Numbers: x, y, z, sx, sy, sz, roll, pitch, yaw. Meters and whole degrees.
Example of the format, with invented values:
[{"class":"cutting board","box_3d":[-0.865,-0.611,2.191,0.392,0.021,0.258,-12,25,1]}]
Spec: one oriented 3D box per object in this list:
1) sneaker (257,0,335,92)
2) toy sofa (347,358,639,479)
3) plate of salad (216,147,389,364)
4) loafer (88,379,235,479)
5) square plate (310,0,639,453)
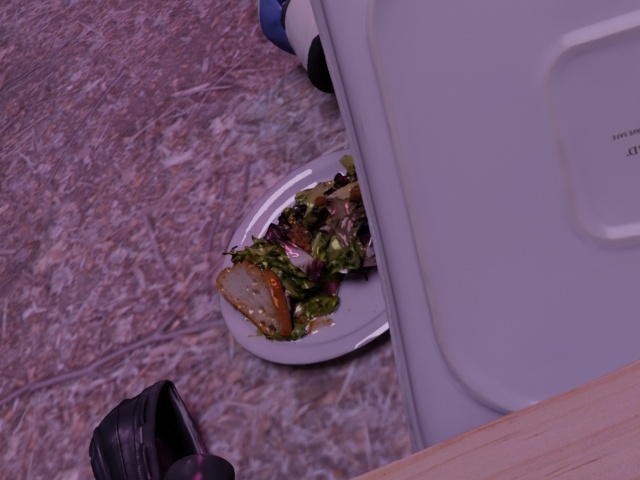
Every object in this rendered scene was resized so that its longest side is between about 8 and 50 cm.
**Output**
[{"class":"sneaker","box_3d":[0.099,-0.224,0.657,0.315,0.127,0.182,-35,48,16]},{"class":"toy sofa","box_3d":[0.095,0.178,0.313,0.362,0.150,0.177,-28,41,13]},{"class":"plate of salad","box_3d":[0.000,0.000,0.590,0.200,0.048,0.200,-19,48,22]},{"class":"loafer","box_3d":[-0.089,0.173,0.494,0.078,0.076,0.223,-49,40,3]},{"class":"square plate","box_3d":[0.165,-0.054,0.372,0.347,0.049,0.344,-13,92,27]}]
